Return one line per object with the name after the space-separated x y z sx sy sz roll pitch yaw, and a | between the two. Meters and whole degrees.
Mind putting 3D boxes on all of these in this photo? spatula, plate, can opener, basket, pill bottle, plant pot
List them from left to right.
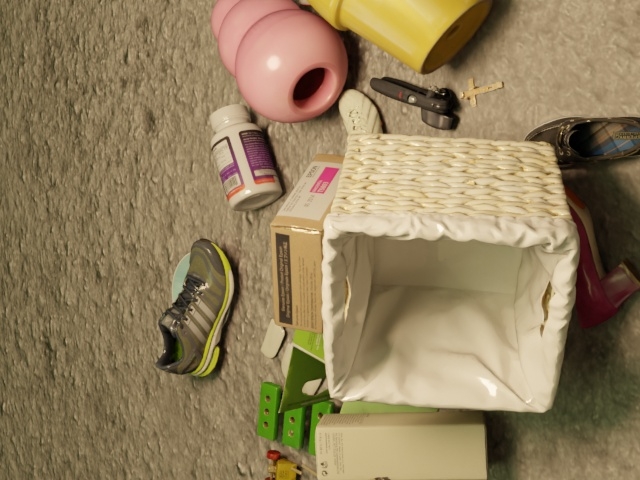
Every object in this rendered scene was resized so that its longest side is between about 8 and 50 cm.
-0.248 0.114 2.123 0.188 0.024 0.188 2 93 43 | plate
-0.153 -0.164 1.965 0.108 0.108 0.193 -30 72 39 | pill bottle
-0.033 0.173 1.922 0.168 0.019 0.242 47 128 37 | spatula
0.138 -0.407 1.612 0.239 0.254 0.254 46 122 12 | plant pot
0.154 -0.247 1.713 0.186 0.059 0.073 30 112 37 | can opener
0.181 0.040 1.429 0.331 0.266 0.328 3 128 7 | basket

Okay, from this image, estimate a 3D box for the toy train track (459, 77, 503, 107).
0.262 -0.247 1.646 0.083 0.014 0.048 -10 86 42 | toy train track

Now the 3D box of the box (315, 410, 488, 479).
0.134 0.336 1.640 0.275 0.113 0.094 -2 92 9 | box

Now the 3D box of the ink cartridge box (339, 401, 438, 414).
0.134 0.251 1.693 0.056 0.171 0.235 -101 25 -73 | ink cartridge box

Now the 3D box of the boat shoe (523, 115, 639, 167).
0.392 -0.148 1.490 0.228 0.076 0.080 5 95 42 | boat shoe

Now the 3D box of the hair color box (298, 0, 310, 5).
0.002 -0.457 1.809 0.141 0.043 0.072 -138 56 -68 | hair color box

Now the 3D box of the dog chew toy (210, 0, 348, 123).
-0.094 -0.361 1.848 0.332 0.207 0.206 50 123 38 | dog chew toy

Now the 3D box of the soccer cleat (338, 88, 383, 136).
0.076 -0.188 1.775 0.068 0.076 0.196 -39 67 37 | soccer cleat

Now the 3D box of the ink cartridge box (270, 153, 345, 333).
0.000 0.000 1.585 0.088 0.234 0.193 9 124 16 | ink cartridge box

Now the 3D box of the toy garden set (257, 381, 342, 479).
-0.016 0.393 1.913 0.244 0.049 0.203 11 100 39 | toy garden set

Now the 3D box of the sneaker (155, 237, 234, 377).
-0.260 0.143 2.036 0.111 0.121 0.300 18 104 40 | sneaker

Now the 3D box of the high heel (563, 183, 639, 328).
0.372 0.011 1.516 0.117 0.082 0.244 -43 77 25 | high heel

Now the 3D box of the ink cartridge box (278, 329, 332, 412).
0.044 0.189 1.750 0.097 0.189 0.255 24 109 38 | ink cartridge box
